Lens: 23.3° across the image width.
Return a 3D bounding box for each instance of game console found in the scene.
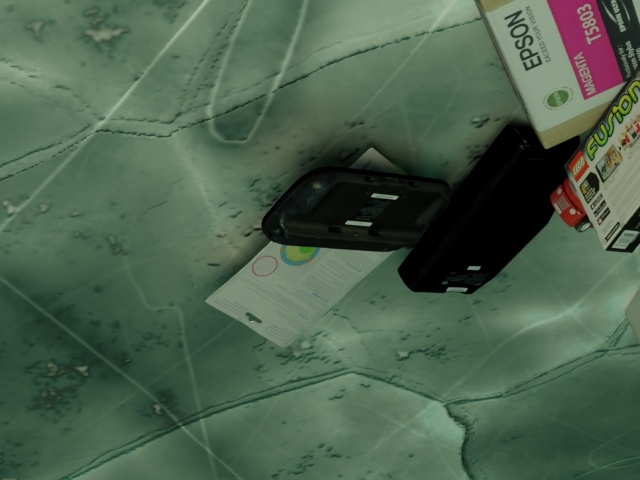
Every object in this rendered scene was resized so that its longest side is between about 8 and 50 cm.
[{"bbox_3d":[0.105,-0.036,1.569,0.361,0.044,0.213,4,133,-43],"label":"game console"}]

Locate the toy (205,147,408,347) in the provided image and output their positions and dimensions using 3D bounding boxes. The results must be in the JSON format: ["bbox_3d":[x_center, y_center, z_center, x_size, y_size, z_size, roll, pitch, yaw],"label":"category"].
[{"bbox_3d":[0.000,0.000,1.627,0.237,0.056,0.137,-40,135,16],"label":"toy"}]

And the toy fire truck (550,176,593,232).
[{"bbox_3d":[0.345,-0.067,1.637,0.192,0.047,0.135,2,138,-43],"label":"toy fire truck"}]

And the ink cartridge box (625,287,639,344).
[{"bbox_3d":[0.495,0.071,1.839,0.212,0.093,0.154,1,135,-22],"label":"ink cartridge box"}]

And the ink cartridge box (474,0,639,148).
[{"bbox_3d":[0.253,-0.218,1.452,0.193,0.088,0.235,-25,139,8],"label":"ink cartridge box"}]

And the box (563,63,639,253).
[{"bbox_3d":[0.312,-0.098,1.452,0.036,0.114,0.207,6,136,-28],"label":"box"}]
